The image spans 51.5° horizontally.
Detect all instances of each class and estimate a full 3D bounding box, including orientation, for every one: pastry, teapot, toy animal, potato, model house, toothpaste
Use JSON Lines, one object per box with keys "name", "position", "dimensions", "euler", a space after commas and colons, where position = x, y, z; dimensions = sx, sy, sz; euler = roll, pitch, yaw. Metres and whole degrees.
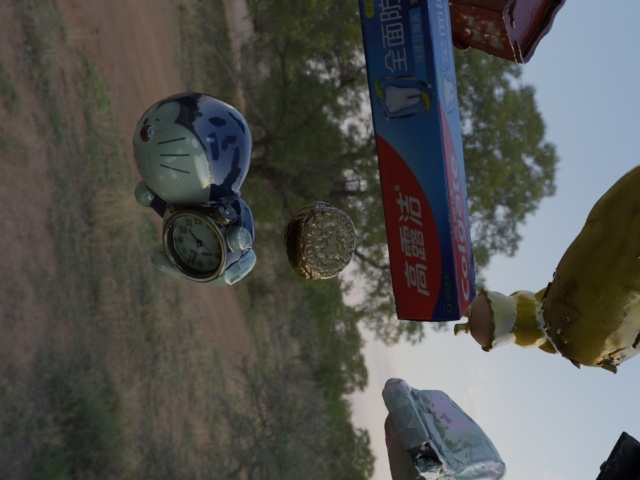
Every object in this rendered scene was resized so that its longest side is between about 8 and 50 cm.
{"name": "pastry", "position": [0.000, 0.000, 0.874], "dimensions": [0.057, 0.109, 0.097], "euler": [12, -38, 58]}
{"name": "teapot", "position": [0.156, 0.317, 1.011], "dimensions": [0.163, 0.221, 0.178], "euler": [-52, -139, 23]}
{"name": "toy animal", "position": [0.411, 0.174, 1.465], "dimensions": [0.156, 0.229, 0.156], "euler": [-3, 90, -85]}
{"name": "potato", "position": [0.418, 0.038, 0.889], "dimensions": [0.300, 0.172, 0.140], "euler": [-61, 178, 10]}
{"name": "model house", "position": [0.326, -0.489, 1.305], "dimensions": [0.196, 0.253, 0.160], "euler": [-57, 147, -9]}
{"name": "toothpaste", "position": [0.088, -0.090, 0.593], "dimensions": [0.076, 0.066, 0.321], "euler": [-32, 116, -61]}

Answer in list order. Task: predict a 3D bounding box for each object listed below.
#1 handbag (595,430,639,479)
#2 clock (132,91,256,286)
{"name": "handbag", "position": [0.588, 0.533, 1.179], "dimensions": [0.329, 0.303, 0.122], "euler": [-59, -160, -8]}
{"name": "clock", "position": [-0.165, -0.072, 0.874], "dimensions": [0.146, 0.199, 0.244], "euler": [-29, 121, -54]}
